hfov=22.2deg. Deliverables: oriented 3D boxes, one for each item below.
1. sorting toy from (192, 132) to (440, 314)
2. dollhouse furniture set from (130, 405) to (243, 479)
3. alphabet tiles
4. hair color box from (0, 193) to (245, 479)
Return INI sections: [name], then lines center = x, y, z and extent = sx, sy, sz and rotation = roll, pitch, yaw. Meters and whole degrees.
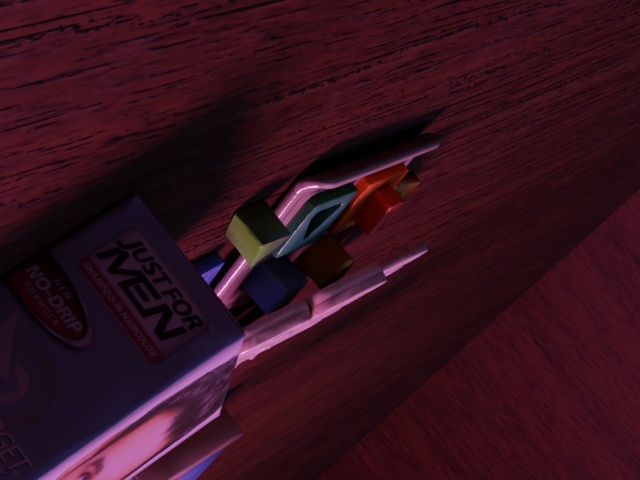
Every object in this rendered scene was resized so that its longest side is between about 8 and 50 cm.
[sorting toy]
center = 0.000, 0.000, 1.289
extent = 0.196, 0.047, 0.347
rotation = -46, 167, 35
[dollhouse furniture set]
center = -0.136, 0.378, 1.720
extent = 0.286, 0.303, 0.198
rotation = -29, 165, -38
[alphabet tiles]
center = -0.047, 0.082, 1.374
extent = 0.278, 0.021, 0.284
rotation = -26, 176, -22
[hair color box]
center = -0.231, 0.144, 0.965
extent = 0.374, 0.113, 0.185
rotation = -35, 168, -18
